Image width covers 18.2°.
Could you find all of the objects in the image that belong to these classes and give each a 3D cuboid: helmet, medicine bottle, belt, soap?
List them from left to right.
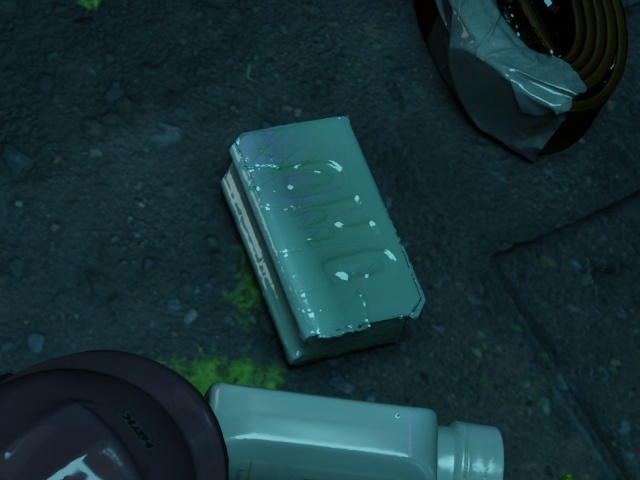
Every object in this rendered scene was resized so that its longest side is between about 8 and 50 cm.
[{"bbox_3d":[-0.255,0.250,1.801,0.338,0.197,0.271,-39,79,7],"label":"helmet"},{"bbox_3d":[0.000,0.000,2.124,0.150,0.094,0.261,-13,64,-19],"label":"soap"},{"bbox_3d":[0.025,0.218,1.964,0.296,0.161,0.111,7,59,-10],"label":"medicine bottle"},{"bbox_3d":[0.230,-0.261,2.311,0.217,0.122,0.339,-9,63,-19],"label":"belt"}]

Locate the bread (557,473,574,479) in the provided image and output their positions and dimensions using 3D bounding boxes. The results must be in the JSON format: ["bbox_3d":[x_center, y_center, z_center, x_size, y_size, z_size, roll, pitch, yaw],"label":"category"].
[{"bbox_3d":[0.154,0.396,1.840,0.376,0.251,0.208,-37,61,-27],"label":"bread"}]
